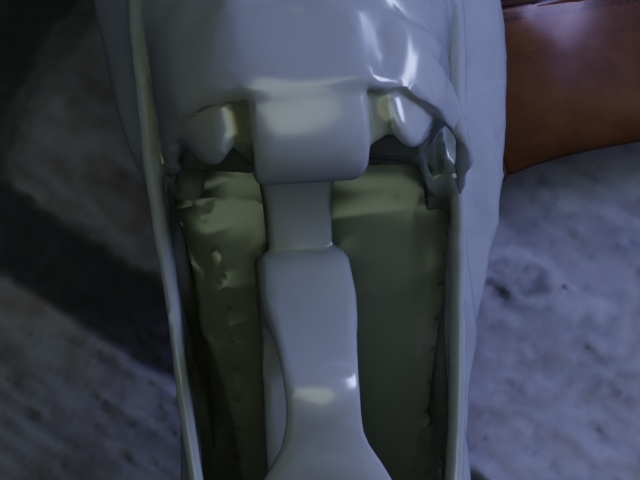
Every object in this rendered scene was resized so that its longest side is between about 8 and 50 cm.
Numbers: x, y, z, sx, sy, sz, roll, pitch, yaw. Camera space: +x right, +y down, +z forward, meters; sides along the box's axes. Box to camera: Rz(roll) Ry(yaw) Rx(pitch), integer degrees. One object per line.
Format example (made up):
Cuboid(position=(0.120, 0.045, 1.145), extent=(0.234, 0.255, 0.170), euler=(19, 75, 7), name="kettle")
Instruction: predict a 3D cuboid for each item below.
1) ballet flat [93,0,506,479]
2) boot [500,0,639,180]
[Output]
Cuboid(position=(0.000, 0.000, 0.592), extent=(0.139, 0.139, 0.400), euler=(-4, 102, 2), name="ballet flat")
Cuboid(position=(0.060, -0.144, 0.685), extent=(0.280, 0.096, 0.264), euler=(-15, 82, -1), name="boot")
